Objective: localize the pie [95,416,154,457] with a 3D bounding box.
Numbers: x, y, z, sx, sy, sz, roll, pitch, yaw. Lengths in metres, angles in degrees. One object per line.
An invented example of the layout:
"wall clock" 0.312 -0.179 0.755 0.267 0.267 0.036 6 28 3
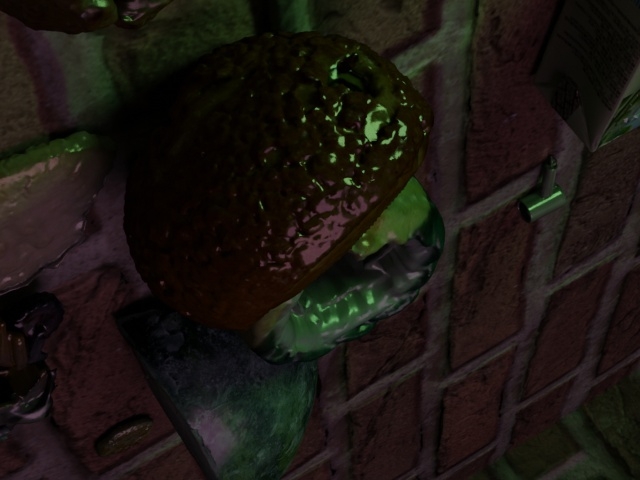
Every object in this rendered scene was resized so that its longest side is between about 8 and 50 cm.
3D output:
"pie" -0.256 0.258 1.987 0.085 0.017 0.085 -29 158 -13

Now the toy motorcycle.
"toy motorcycle" -0.337 0.144 1.545 0.129 0.094 0.229 -13 144 -40

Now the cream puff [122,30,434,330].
"cream puff" -0.053 -0.065 1.359 0.303 0.212 0.303 -47 -174 6

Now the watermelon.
"watermelon" -0.123 0.135 1.824 0.320 0.213 0.290 50 56 -32

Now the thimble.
"thimble" 0.000 0.000 1.631 0.254 0.167 0.288 -32 159 -9

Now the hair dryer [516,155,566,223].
"hair dryer" 0.308 -0.076 2.095 0.063 0.038 0.124 -28 151 -16

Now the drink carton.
"drink carton" 0.375 -0.261 1.679 0.194 0.132 0.324 -28 158 -20

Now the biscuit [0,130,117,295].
"biscuit" -0.287 -0.006 1.384 0.265 0.040 0.188 -40 155 12

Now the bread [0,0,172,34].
"bread" -0.144 -0.230 1.023 0.230 0.123 0.230 -28 154 -15
